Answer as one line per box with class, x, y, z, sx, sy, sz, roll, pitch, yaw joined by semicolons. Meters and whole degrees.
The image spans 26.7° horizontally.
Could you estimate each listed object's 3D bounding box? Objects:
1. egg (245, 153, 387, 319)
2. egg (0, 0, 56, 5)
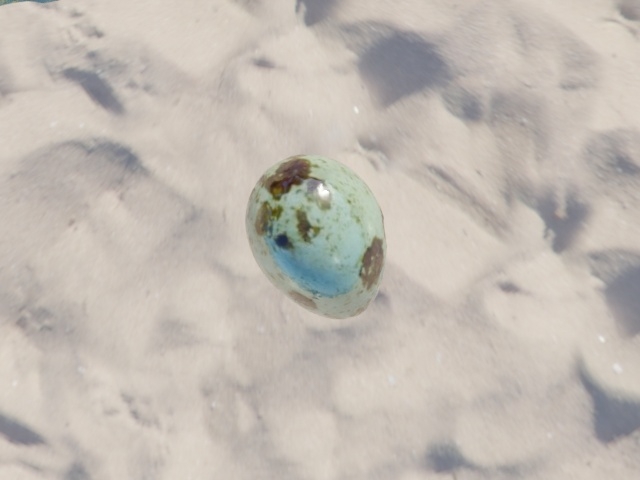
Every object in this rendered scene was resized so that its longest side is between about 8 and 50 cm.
egg;0.000;0.000;1.682;0.169;0.169;0.231;-22;119;3
egg;-0.407;-0.346;1.584;0.162;0.271;0.206;15;134;34
